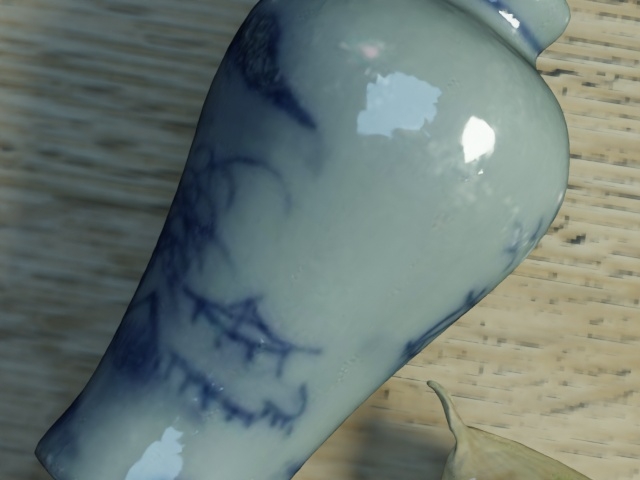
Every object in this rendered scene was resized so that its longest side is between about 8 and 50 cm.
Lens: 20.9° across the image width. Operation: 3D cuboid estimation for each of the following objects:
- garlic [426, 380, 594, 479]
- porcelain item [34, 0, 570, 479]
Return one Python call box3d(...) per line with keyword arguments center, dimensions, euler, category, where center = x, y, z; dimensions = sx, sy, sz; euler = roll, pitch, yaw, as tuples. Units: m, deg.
box3d(center=(0.091, 0.129, 0.670), dimensions=(0.152, 0.066, 0.084), euler=(25, 49, 0), category="garlic")
box3d(center=(0.000, 0.000, 0.662), dimensions=(0.141, 0.141, 0.259), euler=(33, 85, 6), category="porcelain item")
